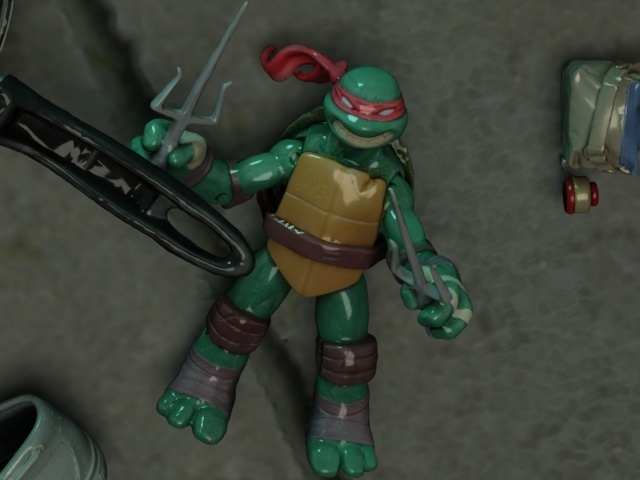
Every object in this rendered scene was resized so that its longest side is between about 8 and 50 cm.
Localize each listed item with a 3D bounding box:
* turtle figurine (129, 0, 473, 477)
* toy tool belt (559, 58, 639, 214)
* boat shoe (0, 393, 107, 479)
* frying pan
[{"bbox_3d":[0.000,0.000,0.819,0.175,0.118,0.234,24,122,16],"label":"turtle figurine"},{"bbox_3d":[0.151,-0.054,0.862,0.051,0.052,0.083,-2,110,1],"label":"toy tool belt"},{"bbox_3d":[-0.219,0.153,0.850,0.227,0.079,0.081,-34,133,-5],"label":"boat shoe"},{"bbox_3d":[-0.198,-0.070,0.750,0.197,0.053,0.326,-31,97,13],"label":"frying pan"}]
